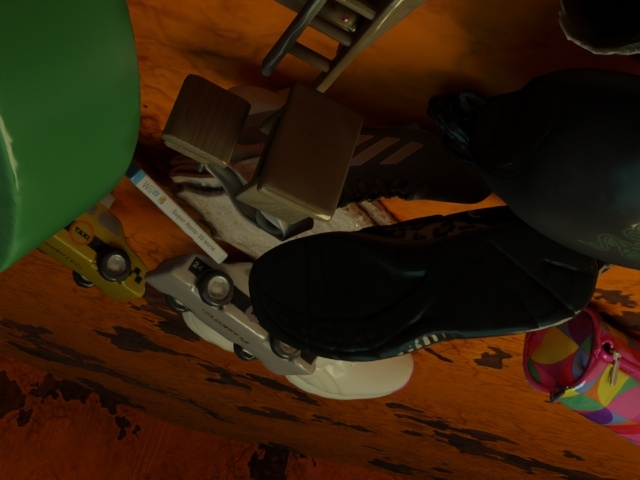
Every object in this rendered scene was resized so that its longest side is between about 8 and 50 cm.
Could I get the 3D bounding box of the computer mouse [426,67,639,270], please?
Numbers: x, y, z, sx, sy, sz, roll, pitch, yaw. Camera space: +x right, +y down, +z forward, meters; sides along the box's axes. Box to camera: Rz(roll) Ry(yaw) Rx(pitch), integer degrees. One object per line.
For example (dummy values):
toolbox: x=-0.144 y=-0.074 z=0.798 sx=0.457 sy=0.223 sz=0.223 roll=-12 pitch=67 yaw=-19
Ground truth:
computer mouse: x=0.145 y=-0.027 z=0.468 sx=0.189 sy=0.072 sz=0.272 roll=22 pitch=-177 yaw=0

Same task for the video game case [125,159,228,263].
video game case: x=-0.155 y=-0.050 z=0.818 sx=0.119 sy=0.015 sz=0.166 roll=42 pitch=175 yaw=33

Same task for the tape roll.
tape roll: x=-0.226 y=-0.131 z=0.426 sx=0.321 sy=0.077 sz=0.321 roll=28 pitch=143 yaw=24

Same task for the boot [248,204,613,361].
boot: x=0.088 y=0.021 z=0.633 sx=0.237 sy=0.085 sz=0.179 roll=-7 pitch=-176 yaw=29

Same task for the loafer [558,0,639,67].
loafer: x=0.142 y=-0.106 z=0.356 sx=0.269 sy=0.092 sz=0.102 roll=32 pitch=157 yaw=-36

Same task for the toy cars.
toy cars: x=-0.169 y=0.021 z=0.955 sx=0.394 sy=0.087 sz=0.176 roll=22 pitch=156 yaw=16

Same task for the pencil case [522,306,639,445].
pencil case: x=0.305 y=0.147 z=0.914 sx=0.236 sy=0.104 sz=0.104 roll=29 pitch=158 yaw=-33

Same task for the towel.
towel: x=0.000 y=0.000 z=0.854 sx=0.187 sy=0.049 sz=0.282 roll=4 pitch=157 yaw=38

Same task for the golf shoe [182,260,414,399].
golf shoe: x=-0.015 y=0.110 z=1.085 sx=0.306 sy=0.115 sz=0.140 roll=21 pitch=158 yaw=-12

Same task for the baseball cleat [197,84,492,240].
baseball cleat: x=0.018 y=-0.039 z=0.632 sx=0.206 sy=0.109 sz=0.072 roll=15 pitch=156 yaw=2

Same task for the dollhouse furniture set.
dollhouse furniture set: x=-0.048 y=-0.117 z=0.392 sx=0.182 sy=0.160 sz=0.101 roll=24 pitch=160 yaw=-20
